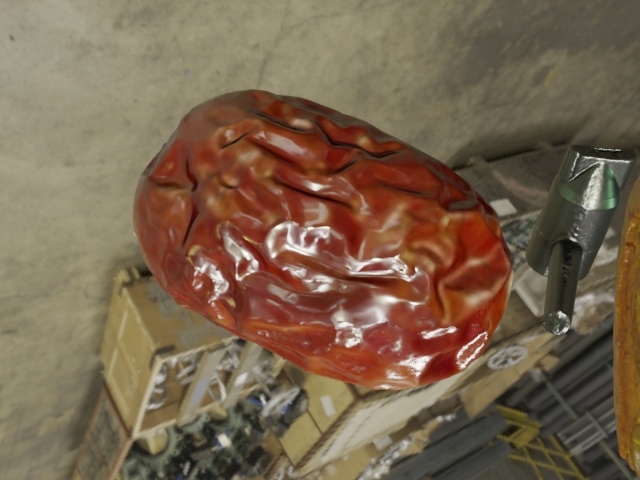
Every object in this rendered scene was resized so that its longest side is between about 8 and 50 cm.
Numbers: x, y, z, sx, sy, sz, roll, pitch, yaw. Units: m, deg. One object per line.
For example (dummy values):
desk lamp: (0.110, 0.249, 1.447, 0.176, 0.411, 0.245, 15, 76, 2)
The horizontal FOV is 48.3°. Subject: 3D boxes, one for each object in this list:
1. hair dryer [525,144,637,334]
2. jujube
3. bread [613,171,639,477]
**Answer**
hair dryer: (0.403, 0.006, 1.128, 0.302, 0.116, 0.244, -64, 164, -47)
jujube: (0.000, 0.000, 0.482, 0.174, 0.251, 0.174, -157, -90, -88)
bread: (0.323, 0.086, 0.594, 0.120, 0.287, 0.152, -3, -167, -3)
